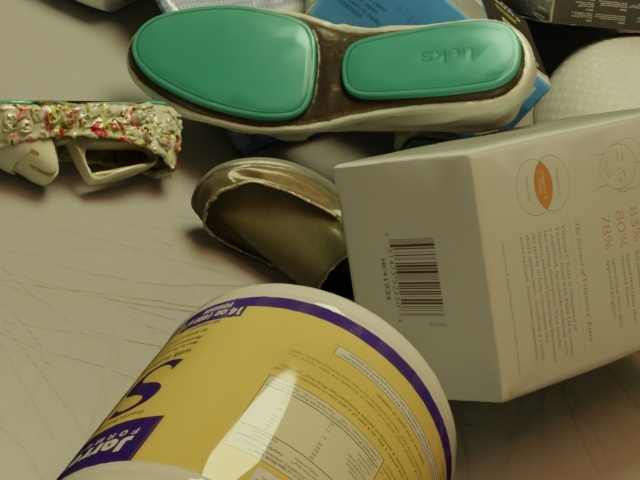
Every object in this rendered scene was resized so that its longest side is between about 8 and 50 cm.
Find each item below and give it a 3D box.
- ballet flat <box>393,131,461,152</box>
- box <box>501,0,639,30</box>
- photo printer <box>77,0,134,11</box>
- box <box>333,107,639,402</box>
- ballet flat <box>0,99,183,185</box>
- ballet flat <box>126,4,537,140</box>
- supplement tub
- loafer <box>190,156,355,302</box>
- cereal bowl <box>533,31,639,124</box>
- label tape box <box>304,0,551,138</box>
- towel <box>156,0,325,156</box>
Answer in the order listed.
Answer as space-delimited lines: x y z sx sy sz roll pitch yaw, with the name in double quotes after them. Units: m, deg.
0.159 -0.099 1.754 0.168 0.057 0.052 13 29 -19 "ballet flat"
0.334 -0.315 2.017 0.308 0.076 0.242 -1 15 -33 "box"
-0.253 -0.379 1.791 0.256 0.107 0.307 35 37 10 "photo printer"
0.202 0.004 1.477 0.345 0.215 0.168 -13 7 -42 "box"
-0.231 -0.089 1.478 0.241 0.091 0.077 -4 72 -30 "ballet flat"
0.012 -0.149 1.575 0.400 0.139 0.139 2 35 11 "ballet flat"
-0.061 0.205 1.084 0.241 0.241 0.331 30 36 4 "supplement tub"
0.000 0.000 1.497 0.251 0.094 0.087 19 33 -12 "loafer"
0.434 -0.138 1.903 0.339 0.141 0.339 18 36 -14 "cereal bowl"
0.110 -0.264 1.781 0.249 0.115 0.347 36 22 -16 "label tape box"
-0.074 -0.235 1.704 0.209 0.034 0.285 -19 79 -45 "towel"
